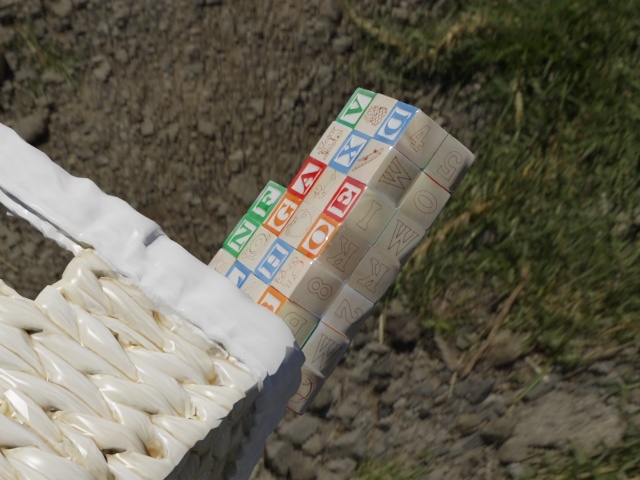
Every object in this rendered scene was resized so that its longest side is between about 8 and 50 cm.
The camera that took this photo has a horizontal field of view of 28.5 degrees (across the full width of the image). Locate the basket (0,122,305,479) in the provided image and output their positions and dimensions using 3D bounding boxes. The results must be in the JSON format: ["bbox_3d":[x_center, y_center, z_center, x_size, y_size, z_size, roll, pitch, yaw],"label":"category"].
[{"bbox_3d":[-0.238,0.123,0.685,0.328,0.331,0.266,35,48,9],"label":"basket"}]

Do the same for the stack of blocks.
[{"bbox_3d":[0.000,0.000,1.232,0.087,0.171,0.297,36,88,-30],"label":"stack of blocks"}]
